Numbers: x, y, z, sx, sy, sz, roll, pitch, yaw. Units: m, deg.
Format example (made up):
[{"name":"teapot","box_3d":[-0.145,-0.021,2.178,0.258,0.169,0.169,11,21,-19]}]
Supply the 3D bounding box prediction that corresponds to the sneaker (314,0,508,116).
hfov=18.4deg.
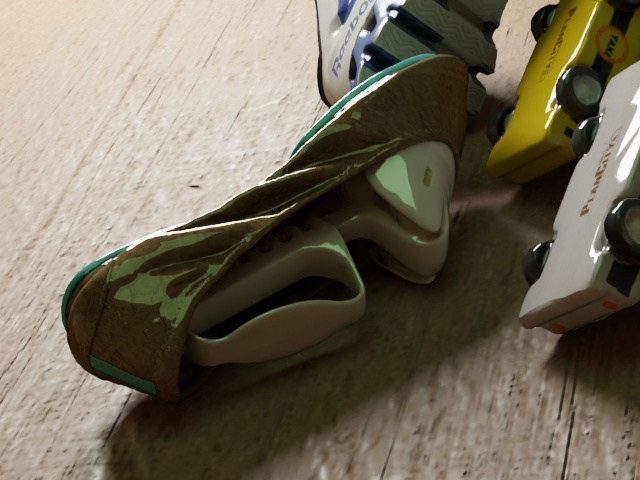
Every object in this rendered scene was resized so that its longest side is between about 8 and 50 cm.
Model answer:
[{"name":"sneaker","box_3d":[0.084,-0.215,1.508,0.315,0.127,0.182,-57,28,-10]}]

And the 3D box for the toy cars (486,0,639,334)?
[{"name":"toy cars","box_3d":[0.192,-0.065,1.263,0.176,0.087,0.393,-52,17,21]}]

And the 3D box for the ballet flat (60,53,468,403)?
[{"name":"ballet flat","box_3d":[0.000,0.000,1.248,0.342,0.116,0.124,-32,50,-29]}]
